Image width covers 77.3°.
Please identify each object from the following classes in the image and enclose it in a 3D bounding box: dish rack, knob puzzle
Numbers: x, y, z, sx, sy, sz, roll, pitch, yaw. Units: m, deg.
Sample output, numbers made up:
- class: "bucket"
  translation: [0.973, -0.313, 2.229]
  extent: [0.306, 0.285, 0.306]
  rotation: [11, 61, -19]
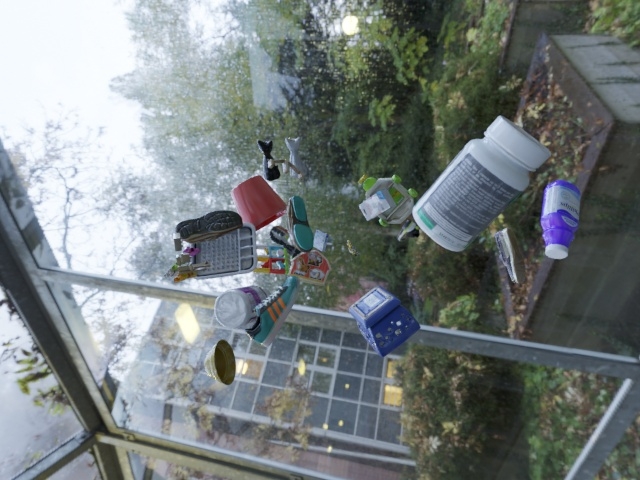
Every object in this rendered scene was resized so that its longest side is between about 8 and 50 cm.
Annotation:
- class: "dish rack"
  translation: [-0.479, 0.062, 2.007]
  extent: [0.072, 0.333, 0.285]
  rotation: [83, 179, -63]
- class: "knob puzzle"
  translation: [-0.042, 0.109, 1.829]
  extent: [0.029, 0.213, 0.213]
  rotation: [95, -171, -46]

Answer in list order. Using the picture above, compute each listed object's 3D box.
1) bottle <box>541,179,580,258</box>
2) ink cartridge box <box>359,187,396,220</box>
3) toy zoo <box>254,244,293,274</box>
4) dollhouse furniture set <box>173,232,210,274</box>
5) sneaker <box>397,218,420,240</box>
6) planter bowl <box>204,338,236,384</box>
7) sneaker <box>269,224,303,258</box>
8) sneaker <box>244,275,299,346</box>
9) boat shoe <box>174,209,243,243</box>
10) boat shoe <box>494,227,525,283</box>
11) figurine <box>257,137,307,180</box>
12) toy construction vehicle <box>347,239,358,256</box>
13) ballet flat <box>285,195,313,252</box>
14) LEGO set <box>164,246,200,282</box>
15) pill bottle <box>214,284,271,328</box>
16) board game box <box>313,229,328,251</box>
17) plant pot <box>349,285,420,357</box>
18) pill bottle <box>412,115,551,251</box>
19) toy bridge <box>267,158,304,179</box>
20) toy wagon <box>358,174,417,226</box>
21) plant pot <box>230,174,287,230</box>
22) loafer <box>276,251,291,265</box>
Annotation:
- class: "bottle"
  translation: [0.835, -0.073, 1.396]
  extent: [0.282, 0.118, 0.092]
  rotation: [-68, 9, -25]
- class: "ink cartridge box"
  translation: [0.305, -0.191, 2.157]
  extent: [0.062, 0.181, 0.104]
  rotation: [-26, -94, -42]
- class: "toy zoo"
  translation: [-0.278, 0.104, 2.243]
  extent: [0.192, 0.294, 0.030]
  rotation: [-101, 22, -44]
- class: "dollhouse furniture set"
  translation: [-0.505, 0.046, 1.578]
  extent: [0.144, 0.123, 0.151]
  rotation: [-152, 56, -67]
- class: "sneaker"
  translation: [0.480, -0.034, 2.156]
  extent: [0.084, 0.097, 0.234]
  rotation: [-56, -11, -11]
- class: "planter bowl"
  translation: [-0.497, 0.594, 1.933]
  extent: [0.217, 0.091, 0.217]
  rotation: [-16, -90, -79]
- class: "sneaker"
  translation: [-0.151, 0.006, 2.225]
  extent: [0.107, 0.279, 0.118]
  rotation: [-48, 5, 23]
- class: "sneaker"
  translation: [-0.189, 0.263, 1.582]
  extent: [0.302, 0.121, 0.108]
  rotation: [-63, 14, -11]
- class: "boat shoe"
  translation: [-0.536, -0.060, 1.951]
  extent: [0.119, 0.324, 0.122]
  rotation: [76, -176, -61]
- class: "boat shoe"
  translation: [0.950, 0.080, 2.017]
  extent: [0.103, 0.092, 0.284]
  rotation: [-5, -101, -36]
- class: "figurine"
  translation: [-0.181, -0.397, 1.903]
  extent: [0.209, 0.215, 0.092]
  rotation: [81, -176, -46]
- class: "toy construction vehicle"
  translation: [0.176, 0.051, 2.242]
  extent: [0.098, 0.035, 0.086]
  rotation: [56, -177, 41]
- class: "ballet flat"
  translation: [-0.113, -0.056, 1.886]
  extent: [0.124, 0.116, 0.342]
  rotation: [-48, 44, 39]
- class: "LEGO set"
  translation: [-0.587, 0.123, 1.768]
  extent: [0.093, 0.227, 0.087]
  rotation: [-4, -121, -52]
- class: "pill bottle"
  translation: [-0.332, 0.290, 1.808]
  extent: [0.301, 0.170, 0.169]
  rotation: [5, -89, -73]
- class: "board game box"
  translation: [0.000, 0.000, 2.056]
  extent: [0.020, 0.090, 0.089]
  rotation: [5, -75, -38]
- class: "plant pot"
  translation: [0.285, 0.361, 1.881]
  extent: [0.212, 0.236, 0.236]
  rotation: [56, 172, -21]
- class: "pill bottle"
  translation: [0.452, -0.157, 1.150]
  extent: [0.361, 0.204, 0.204]
  rotation: [-54, 4, 31]
- class: "toy bridge"
  translation: [-0.152, -0.322, 1.751]
  extent: [0.188, 0.026, 0.063]
  rotation: [16, -126, -40]
- class: "toy wagon"
  translation: [0.366, -0.251, 2.266]
  extent: [0.267, 0.344, 0.068]
  rotation: [-48, 3, 31]
- class: "plant pot"
  translation: [-0.342, -0.204, 2.178]
  extent: [0.243, 0.275, 0.275]
  rotation: [59, -165, 0]
- class: "loafer"
  translation: [-0.145, 0.118, 2.499]
  extent: [0.092, 0.269, 0.102]
  rotation: [-58, 7, 20]
